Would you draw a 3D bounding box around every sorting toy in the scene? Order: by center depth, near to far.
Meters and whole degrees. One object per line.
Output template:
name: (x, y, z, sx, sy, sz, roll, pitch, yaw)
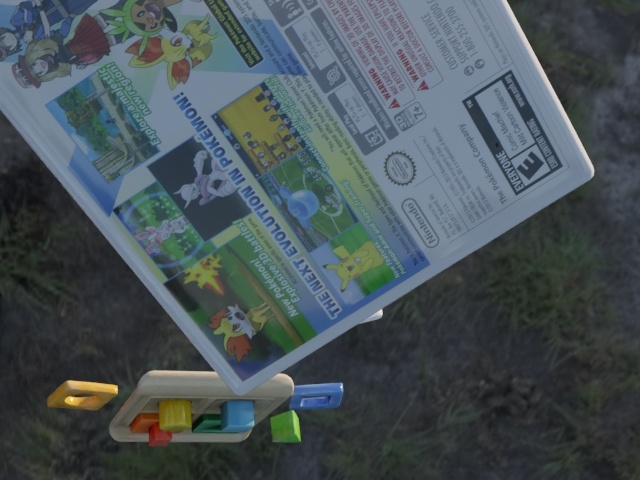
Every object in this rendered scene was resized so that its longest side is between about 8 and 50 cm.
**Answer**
sorting toy: (-0.144, 0.209, 1.382, 0.347, 0.196, 0.047, 4, 62, -20)

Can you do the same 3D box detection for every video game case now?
video game case: (-0.018, -0.089, 0.760, 0.300, 0.329, 0.036, -32, 29, 5)

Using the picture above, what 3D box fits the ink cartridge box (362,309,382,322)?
ink cartridge box: (0.000, 0.000, 1.185, 0.056, 0.224, 0.181, -10, 86, -13)
